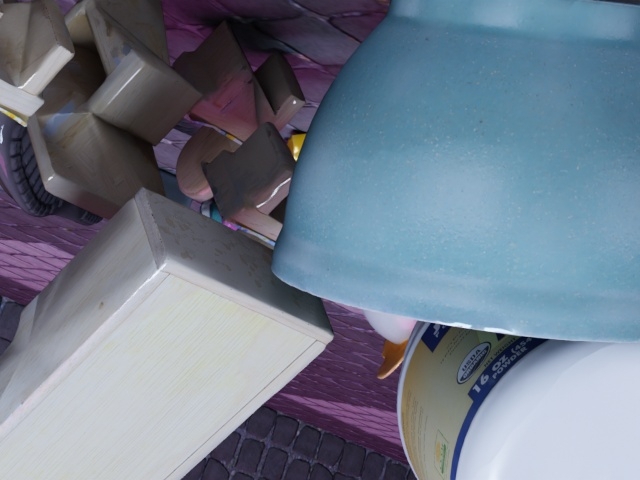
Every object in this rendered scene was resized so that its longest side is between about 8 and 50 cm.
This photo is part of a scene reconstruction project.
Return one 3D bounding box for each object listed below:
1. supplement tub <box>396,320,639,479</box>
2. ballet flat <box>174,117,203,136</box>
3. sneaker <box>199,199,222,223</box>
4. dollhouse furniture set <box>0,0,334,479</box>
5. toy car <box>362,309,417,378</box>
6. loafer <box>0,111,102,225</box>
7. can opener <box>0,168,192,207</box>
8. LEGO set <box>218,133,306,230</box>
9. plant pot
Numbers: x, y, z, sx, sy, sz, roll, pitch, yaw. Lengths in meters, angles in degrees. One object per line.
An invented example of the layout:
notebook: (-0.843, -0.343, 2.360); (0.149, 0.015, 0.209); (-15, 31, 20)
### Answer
supplement tub: (0.181, 0.137, 1.207); (0.228, 0.228, 0.316); (20, -173, -11)
ballet flat: (-0.136, -0.132, 1.612); (0.173, 0.049, 0.057); (9, 138, 16)
sneaker: (-0.072, 0.012, 2.068); (0.110, 0.107, 0.275); (-9, 163, 21)
dollhouse furniture set: (-0.182, -0.015, 1.227); (0.362, 0.256, 0.394); (27, -152, -41)
toy car: (0.102, 0.006, 1.399); (0.219, 0.238, 0.210); (20, 168, -14)
loafer: (-0.300, -0.099, 1.723); (0.130, 0.134, 0.366); (30, 172, 9)
can opener: (-0.286, -0.077, 1.941); (0.280, 0.093, 0.074); (18, 168, -24)
LEGO set: (-0.046, -0.045, 1.671); (0.087, 0.093, 0.227); (-9, 172, -12)
plant pot: (0.122, -0.063, 1.060); (0.293, 0.196, 0.293); (5, -171, -1)
